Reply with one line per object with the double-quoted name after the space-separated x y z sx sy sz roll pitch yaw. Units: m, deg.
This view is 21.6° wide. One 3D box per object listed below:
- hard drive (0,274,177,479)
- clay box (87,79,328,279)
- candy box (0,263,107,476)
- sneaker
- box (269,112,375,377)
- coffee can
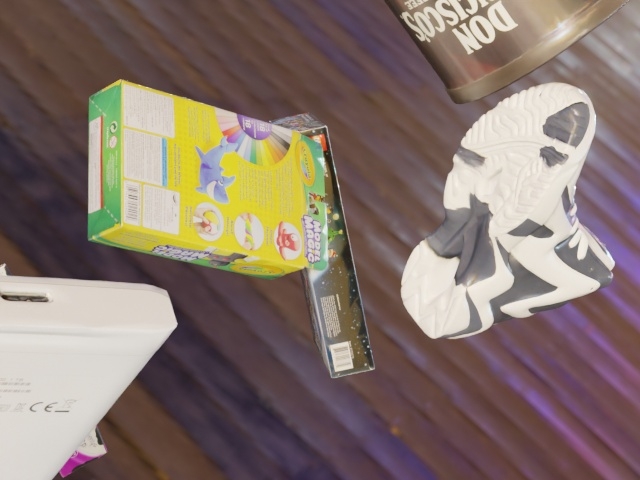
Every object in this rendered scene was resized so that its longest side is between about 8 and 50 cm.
-0.289 0.143 1.262 0.233 0.353 0.047 4 51 -36 "hard drive"
-0.090 -0.044 1.402 0.222 0.053 0.127 15 66 -41 "clay box"
-0.363 0.163 2.118 0.233 0.071 0.159 50 -18 38 "candy box"
0.174 -0.022 1.267 0.153 0.235 0.094 -4 40 -37 "sneaker"
0.000 0.000 1.606 0.159 0.044 0.233 -121 -161 -79 "box"
0.104 -0.272 1.270 0.275 0.201 0.201 53 23 -10 "coffee can"
